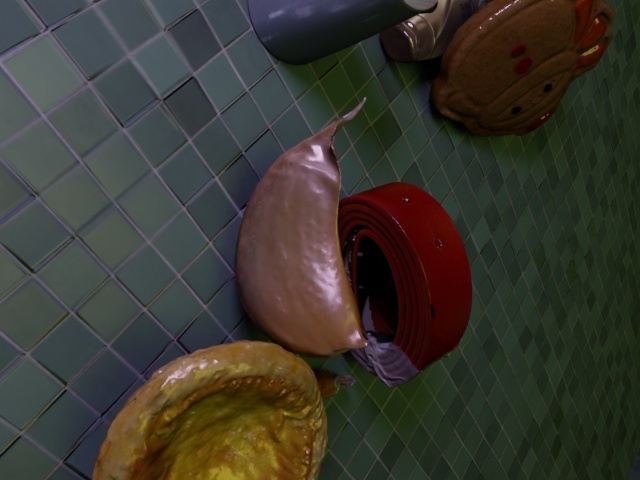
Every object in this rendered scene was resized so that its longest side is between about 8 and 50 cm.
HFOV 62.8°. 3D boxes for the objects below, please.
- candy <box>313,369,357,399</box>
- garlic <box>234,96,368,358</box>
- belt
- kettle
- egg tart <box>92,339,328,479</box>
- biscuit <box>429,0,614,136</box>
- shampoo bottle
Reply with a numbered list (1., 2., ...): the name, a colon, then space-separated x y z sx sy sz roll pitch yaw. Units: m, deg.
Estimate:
1. candy: -0.019 0.234 0.834 0.182 0.053 0.046 -9 99 -40
2. garlic: -0.012 -0.010 0.732 0.151 0.196 0.338 9 79 -56
3. belt: 0.116 0.076 0.826 0.115 0.227 0.323 -22 107 -37
4. kettle: 0.019 -0.353 0.688 0.211 0.243 0.159 38 68 -36
5. egg tart: -0.134 0.260 0.673 0.319 0.128 0.318 -10 108 -33
6. biscuit: 0.399 -0.334 1.031 0.381 0.359 0.074 35 28 -50
7. shampoo bottle: 0.245 -0.424 1.000 0.350 0.084 0.125 -36 122 -34
